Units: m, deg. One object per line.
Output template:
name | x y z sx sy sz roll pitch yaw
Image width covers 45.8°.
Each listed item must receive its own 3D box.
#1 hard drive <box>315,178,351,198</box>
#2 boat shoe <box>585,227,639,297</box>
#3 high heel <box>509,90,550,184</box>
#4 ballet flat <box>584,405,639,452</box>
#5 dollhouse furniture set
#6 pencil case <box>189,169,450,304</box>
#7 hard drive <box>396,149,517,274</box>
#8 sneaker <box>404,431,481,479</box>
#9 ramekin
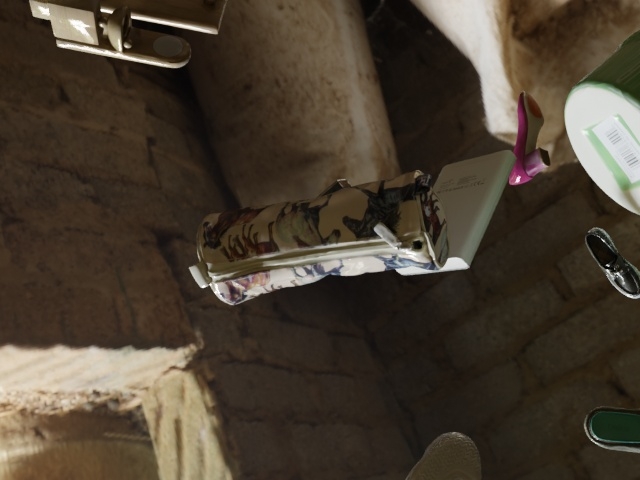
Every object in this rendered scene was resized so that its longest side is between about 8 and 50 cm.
hard drive | -0.005 -0.064 1.420 0.135 0.022 0.094 -40 177 13
boat shoe | 0.505 0.041 1.310 0.049 0.142 0.040 -43 162 32
high heel | 0.513 -0.263 1.935 0.082 0.244 0.117 12 150 -37
ballet flat | 0.475 0.263 1.036 0.213 0.072 0.068 2 164 26
dollhouse furniture set | -0.140 -0.213 0.577 0.123 0.144 0.151 10 148 -4
pencil case | 0.000 0.000 1.238 0.410 0.160 0.183 -11 -172 16
hard drive | 0.300 -0.062 1.686 0.040 0.308 0.203 44 150 -26
sneaker | 0.132 0.367 1.041 0.101 0.153 0.269 18 98 -6
ramekin | 0.550 -0.182 1.256 0.148 0.303 0.303 -34 154 -8
